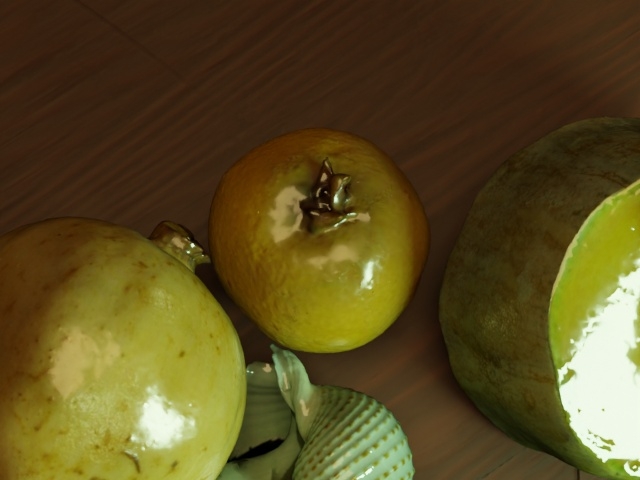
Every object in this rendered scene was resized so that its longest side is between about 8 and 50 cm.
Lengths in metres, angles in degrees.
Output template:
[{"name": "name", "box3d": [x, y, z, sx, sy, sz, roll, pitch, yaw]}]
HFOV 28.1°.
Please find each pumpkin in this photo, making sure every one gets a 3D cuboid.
[{"name": "pumpkin", "box3d": [0.283, 0.067, 1.121, 0.332, 0.199, 0.332, -2, 104, -8]}]

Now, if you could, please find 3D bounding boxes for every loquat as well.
[{"name": "loquat", "box3d": [0.000, 0.000, 1.177, 0.208, 0.208, 0.208, 0, 78, -1]}]

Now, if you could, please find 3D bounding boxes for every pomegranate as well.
[{"name": "pomegranate", "box3d": [-0.205, 0.128, 1.107, 0.307, 0.307, 0.307, 0, 78, -1]}]

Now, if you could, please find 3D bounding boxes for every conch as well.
[{"name": "conch", "box3d": [-0.003, 0.201, 1.173, 0.172, 0.131, 0.200, -34, 51, 13]}]
